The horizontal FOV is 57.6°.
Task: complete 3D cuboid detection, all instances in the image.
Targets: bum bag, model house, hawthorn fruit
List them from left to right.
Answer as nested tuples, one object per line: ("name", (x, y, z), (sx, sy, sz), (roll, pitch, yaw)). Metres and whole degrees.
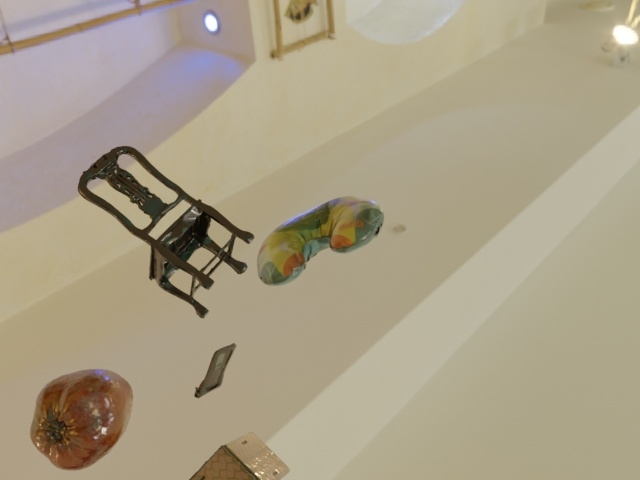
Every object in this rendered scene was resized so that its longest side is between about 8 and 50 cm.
("hawthorn fruit", (-0.384, 0.288, 0.990), (0.163, 0.162, 0.203), (5, -173, 12))
("bum bag", (-0.294, 0.362, 1.632), (0.026, 0.159, 0.109), (30, -164, 21))
("model house", (-0.217, 0.539, 1.229), (0.169, 0.244, 0.326), (43, -143, 17))

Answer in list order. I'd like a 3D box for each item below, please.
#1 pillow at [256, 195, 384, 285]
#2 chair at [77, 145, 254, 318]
("pillow", (0.000, 0.000, 0.977), (0.233, 0.086, 0.214), (-24, -162, 3))
("chair", (-0.215, -0.015, 0.805), (0.229, 0.113, 0.106), (36, -123, 5))
